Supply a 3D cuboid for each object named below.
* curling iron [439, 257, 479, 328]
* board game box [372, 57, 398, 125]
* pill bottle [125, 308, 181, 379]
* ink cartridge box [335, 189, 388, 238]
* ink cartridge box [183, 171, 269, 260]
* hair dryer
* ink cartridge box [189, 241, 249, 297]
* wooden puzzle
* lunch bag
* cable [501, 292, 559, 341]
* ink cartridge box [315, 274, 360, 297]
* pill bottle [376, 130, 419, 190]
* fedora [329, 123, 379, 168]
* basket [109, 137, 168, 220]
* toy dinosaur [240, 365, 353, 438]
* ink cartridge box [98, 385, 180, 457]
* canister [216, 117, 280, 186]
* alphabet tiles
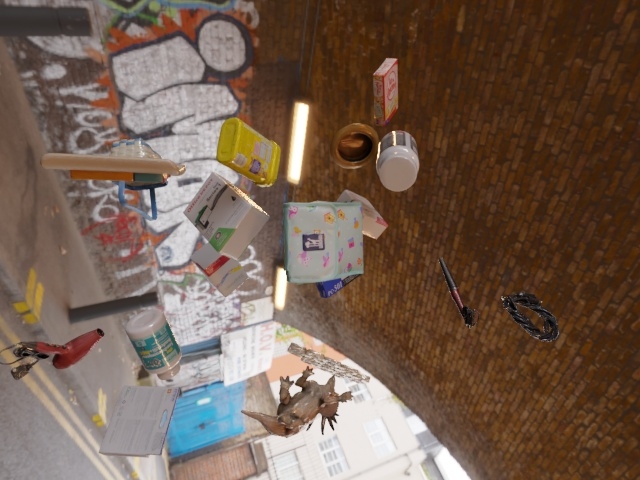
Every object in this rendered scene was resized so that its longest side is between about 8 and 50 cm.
[{"bbox_3d":[0.463,0.169,1.380,0.068,0.035,0.274,112,-27,-45],"label":"curling iron"},{"bbox_3d":[0.243,-0.548,1.511,0.045,0.147,0.194,13,-41,24],"label":"board game box"},{"bbox_3d":[-0.630,0.408,1.572,0.146,0.146,0.264,38,-33,60],"label":"pill bottle"},{"bbox_3d":[0.184,-0.121,1.860,0.092,0.158,0.218,-52,-140,22],"label":"ink cartridge box"},{"bbox_3d":[-0.275,-0.073,1.170,0.219,0.092,0.160,39,-86,34],"label":"ink cartridge box"},{"bbox_3d":[-0.875,0.375,1.356,0.080,0.293,0.224,57,-38,17],"label":"hair dryer"},{"bbox_3d":[-0.388,0.106,1.580,0.128,0.127,0.176,29,-25,43],"label":"ink cartridge box"},{"bbox_3d":[-0.388,-0.139,0.807,0.238,0.220,0.044,-153,-116,-73],"label":"wooden puzzle"},{"bbox_3d":[0.000,0.000,1.148,0.160,0.262,0.224,2,-86,41],"label":"lunch bag"},{"bbox_3d":[0.581,0.212,1.138,0.047,0.184,0.151,-52,-141,39],"label":"cable"},{"bbox_3d":[0.069,0.135,1.596,0.046,0.207,0.097,-7,-72,50],"label":"ink cartridge box"},{"bbox_3d":[0.299,-0.309,1.584,0.283,0.161,0.161,-72,168,-57],"label":"pill bottle"},{"bbox_3d":[0.122,-0.363,1.533,0.079,0.194,0.194,-114,-157,-51],"label":"fedora"},{"bbox_3d":[-0.740,-0.243,1.659,0.255,0.200,0.289,75,3,-74],"label":"basket"},{"bbox_3d":[-0.046,0.426,1.017,0.127,0.295,0.200,52,-37,35],"label":"toy dinosaur"},{"bbox_3d":[-0.597,0.607,1.378,0.045,0.223,0.223,76,15,-49],"label":"ink cartridge box"},{"bbox_3d":[-0.184,-0.225,1.054,0.073,0.170,0.126,2,-101,29],"label":"canister"},{"bbox_3d":[0.023,0.414,1.367,0.278,0.284,0.021,108,6,-67],"label":"alphabet tiles"}]
